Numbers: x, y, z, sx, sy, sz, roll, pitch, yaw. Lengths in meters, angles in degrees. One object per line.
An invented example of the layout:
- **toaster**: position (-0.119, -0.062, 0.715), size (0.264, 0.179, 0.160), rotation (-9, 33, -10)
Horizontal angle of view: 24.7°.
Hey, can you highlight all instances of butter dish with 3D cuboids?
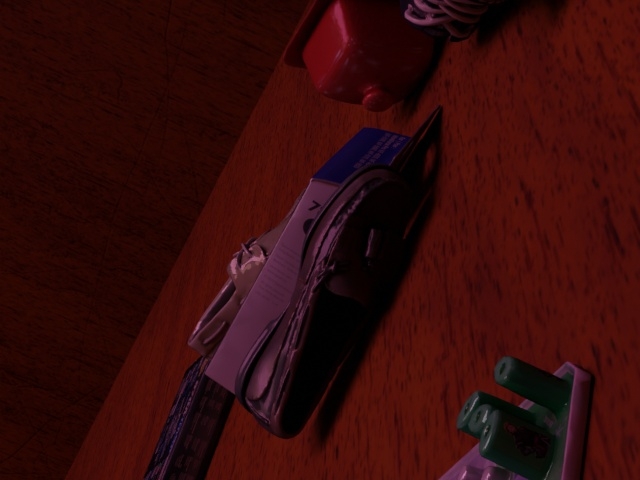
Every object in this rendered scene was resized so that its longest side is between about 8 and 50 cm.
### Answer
- **butter dish**: position (0.057, -0.196, 1.615), size (0.160, 0.160, 0.118), rotation (127, 142, -53)

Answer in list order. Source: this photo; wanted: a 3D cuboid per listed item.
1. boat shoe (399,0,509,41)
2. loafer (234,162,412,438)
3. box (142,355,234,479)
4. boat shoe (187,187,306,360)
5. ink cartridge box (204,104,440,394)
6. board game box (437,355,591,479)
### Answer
- **boat shoe**: position (0.137, -0.242, 1.360), size (0.340, 0.127, 0.158), rotation (-68, 0, -63)
- **loafer**: position (0.017, 0.061, 1.337), size (0.267, 0.096, 0.084), rotation (-61, 31, 10)
- **box**: position (-0.173, 0.254, 1.921), size (0.175, 0.051, 0.220), rotation (-45, 22, 63)
- **boat shoe**: position (-0.065, 0.046, 1.734), size (0.302, 0.094, 0.109), rotation (-60, 11, 28)
- **ink cartridge box**: position (0.000, 0.000, 1.491), size (0.332, 0.065, 0.165), rotation (-58, -5, 29)
- **board game box**: position (0.015, 0.303, 0.839), size (0.390, 0.050, 0.390), rotation (-54, 15, 49)
